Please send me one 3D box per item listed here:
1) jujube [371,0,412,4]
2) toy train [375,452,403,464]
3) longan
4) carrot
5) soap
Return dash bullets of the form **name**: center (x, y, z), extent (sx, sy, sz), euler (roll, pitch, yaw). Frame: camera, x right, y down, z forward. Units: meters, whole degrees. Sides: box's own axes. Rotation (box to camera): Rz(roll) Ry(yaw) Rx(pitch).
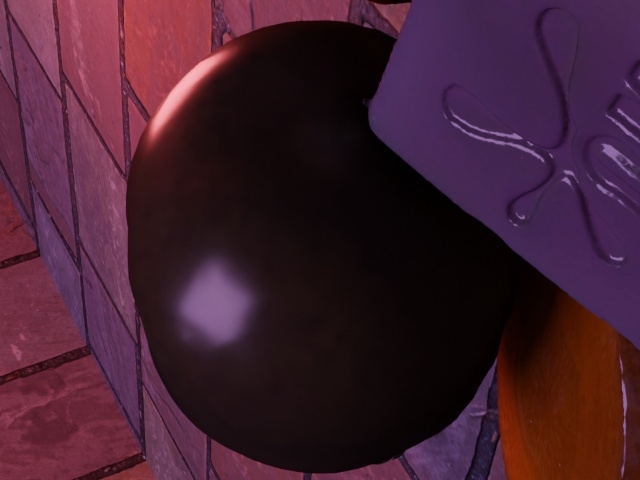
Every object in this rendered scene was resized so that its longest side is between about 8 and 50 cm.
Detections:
- **jujube**: center (0.089, -0.282, 0.928), extent (0.290, 0.197, 0.197), euler (-44, 67, 51)
- **toy train**: center (0.032, 0.124, 1.534), extent (0.154, 0.115, 0.269), euler (96, 153, -45)
- **longan**: center (0.000, 0.000, 1.081), extent (0.361, 0.361, 0.361), euler (50, 151, 42)
- **carrot**: center (0.225, 0.119, 1.067), extent (0.258, 0.100, 0.307), euler (-143, 49, -66)
- **soap**: center (0.190, -0.101, 0.825), extent (0.285, 0.107, 0.296), euler (40, 145, 15)
